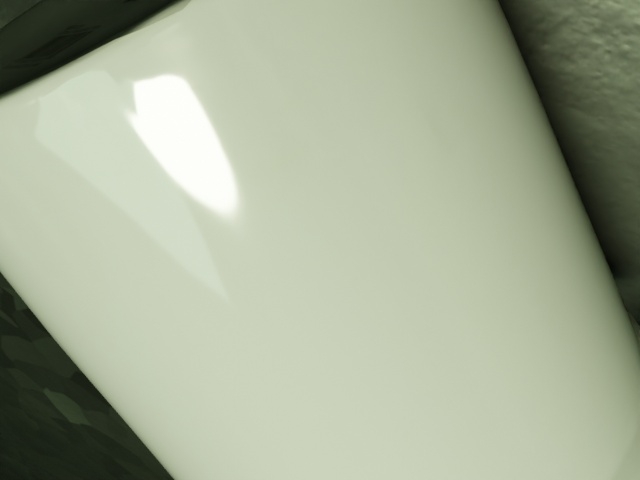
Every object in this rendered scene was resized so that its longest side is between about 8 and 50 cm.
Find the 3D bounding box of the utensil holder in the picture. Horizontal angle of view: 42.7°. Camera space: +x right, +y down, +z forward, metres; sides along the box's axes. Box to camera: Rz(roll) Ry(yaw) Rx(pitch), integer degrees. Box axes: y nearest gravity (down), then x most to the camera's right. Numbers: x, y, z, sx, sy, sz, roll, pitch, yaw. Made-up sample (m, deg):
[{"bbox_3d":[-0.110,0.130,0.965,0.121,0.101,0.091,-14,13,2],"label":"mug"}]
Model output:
[{"bbox_3d":[0.000,0.000,0.511,0.328,0.327,0.385,-5,127,39],"label":"utensil holder"}]
